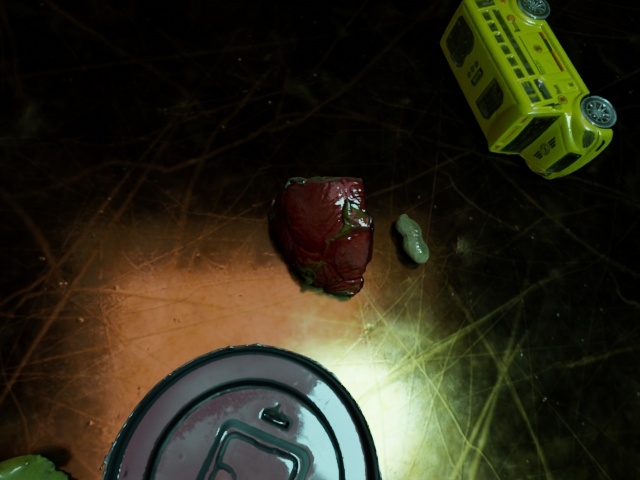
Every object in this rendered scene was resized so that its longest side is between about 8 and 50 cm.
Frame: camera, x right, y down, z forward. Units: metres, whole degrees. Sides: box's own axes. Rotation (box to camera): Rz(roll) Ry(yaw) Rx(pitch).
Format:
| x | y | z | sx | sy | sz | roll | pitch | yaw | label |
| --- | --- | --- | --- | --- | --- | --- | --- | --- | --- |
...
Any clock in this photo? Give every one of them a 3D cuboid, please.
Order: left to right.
| x | y | z | sx | sy | sz | roll | pitch | yaw | label |
| --- | --- | --- | --- | --- | --- | --- | --- | --- | --- |
| -0.085 | 0.280 | 0.489 | 0.313 | 0.061 | 0.312 | 4 | 70 | -10 | clock |

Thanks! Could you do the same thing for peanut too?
| x | y | z | sx | sy | sz | roll | pitch | yaw | label |
| --- | --- | --- | --- | --- | --- | --- | --- | --- | --- |
| 0.142 | -0.004 | 0.651 | 0.037 | 0.037 | 0.083 | -13 | 69 | -15 | peanut |

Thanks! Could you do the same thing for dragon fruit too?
| x | y | z | sx | sy | sz | roll | pitch | yaw | label |
| --- | --- | --- | --- | --- | --- | --- | --- | --- | --- |
| 0.000 | -0.001 | 0.578 | 0.127 | 0.120 | 0.160 | -8 | 77 | -8 | dragon fruit |

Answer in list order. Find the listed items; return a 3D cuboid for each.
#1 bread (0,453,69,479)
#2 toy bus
| x | y | z | sx | sy | sz | roll | pitch | yaw | label |
| --- | --- | --- | --- | --- | --- | --- | --- | --- | --- |
| -0.368 | 0.353 | 0.313 | 0.362 | 0.245 | 0.233 | -29 | 92 | -22 | bread |
| 0.340 | -0.264 | 0.724 | 0.152 | 0.144 | 0.330 | -14 | 73 | -16 | toy bus |
